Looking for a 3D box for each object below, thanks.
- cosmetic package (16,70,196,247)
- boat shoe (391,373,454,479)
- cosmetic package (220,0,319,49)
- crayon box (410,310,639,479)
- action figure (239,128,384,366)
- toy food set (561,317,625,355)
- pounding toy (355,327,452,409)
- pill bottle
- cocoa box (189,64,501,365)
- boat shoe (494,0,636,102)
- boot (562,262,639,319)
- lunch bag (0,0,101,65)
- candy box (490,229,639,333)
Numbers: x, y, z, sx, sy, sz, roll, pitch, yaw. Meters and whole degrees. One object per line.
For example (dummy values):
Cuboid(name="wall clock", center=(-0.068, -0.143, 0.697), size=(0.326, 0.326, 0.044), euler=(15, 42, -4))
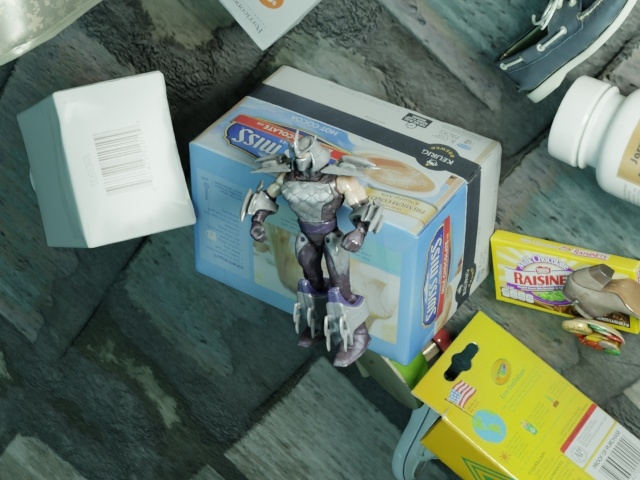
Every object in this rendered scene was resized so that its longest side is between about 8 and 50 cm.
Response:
Cuboid(name="cosmetic package", center=(-0.310, -0.105, 2.089), size=(0.385, 0.156, 0.217), euler=(-172, 70, -72))
Cuboid(name="boat shoe", center=(0.167, 0.296, 2.231), size=(0.076, 0.083, 0.226), euler=(30, 136, 19))
Cuboid(name="cosmetic package", center=(-0.100, -0.459, 1.831), size=(0.377, 0.097, 0.284), euler=(49, 142, -4))
Cuboid(name="crayon box", center=(0.280, 0.266, 2.027), size=(0.318, 0.202, 0.081), euler=(41, 139, 7))
Cuboid(name="action figure", center=(0.000, 0.000, 1.776), size=(0.185, 0.099, 0.285), euler=(11, 121, 38))
Cuboid(name="toy food set", center=(0.360, 0.124, 1.954), size=(0.083, 0.020, 0.083), euler=(15, 162, 28))
Cuboid(name="pounding toy", center=(0.104, 0.136, 2.161), size=(0.183, 0.110, 0.237), euler=(54, 168, -24))
Cuboid(name="pill bottle", center=(0.383, -0.100, 1.694), size=(0.229, 0.131, 0.131), euler=(26, 135, 21))
Cuboid(name="cocoa box", center=(0.029, -0.039, 1.962), size=(0.347, 0.228, 0.231), euler=(23, 134, 24))
Cuboid(name="boat shoe", center=(0.284, -0.252, 1.686), size=(0.079, 0.095, 0.254), euler=(35, 148, -5))
Cuboid(name="boot", center=(0.365, 0.078, 1.888), size=(0.118, 0.042, 0.087), euler=(44, 144, 3))
Cuboid(name="lunch bag", center=(-0.417, -0.392, 1.999), size=(0.169, 0.287, 0.235), euler=(2, 125, 38))
Cuboid(name="candy box", center=(0.322, 0.053, 1.950), size=(0.206, 0.027, 0.105), euler=(13, 128, 31))
